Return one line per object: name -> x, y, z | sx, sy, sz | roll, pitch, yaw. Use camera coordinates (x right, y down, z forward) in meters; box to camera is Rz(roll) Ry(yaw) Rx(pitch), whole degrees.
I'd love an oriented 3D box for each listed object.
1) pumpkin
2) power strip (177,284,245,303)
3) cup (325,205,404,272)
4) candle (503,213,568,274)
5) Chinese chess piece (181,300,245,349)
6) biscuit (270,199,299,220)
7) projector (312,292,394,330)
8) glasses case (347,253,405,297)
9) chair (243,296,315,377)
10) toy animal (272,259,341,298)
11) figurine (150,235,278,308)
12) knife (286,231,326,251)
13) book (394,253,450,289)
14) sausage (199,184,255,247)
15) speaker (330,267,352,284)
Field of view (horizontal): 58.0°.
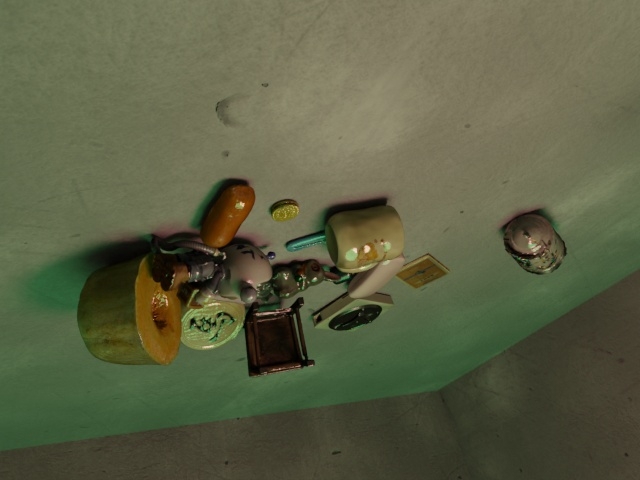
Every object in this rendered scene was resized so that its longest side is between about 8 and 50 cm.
pumpkin -> -0.534, 0.198, 1.623 | 0.199, 0.332, 0.332 | -6, 152, 3
power strip -> -0.334, 0.133, 1.807 | 0.279, 0.109, 0.037 | 15, 137, -45
cup -> 0.120, -0.002, 1.771 | 0.202, 0.173, 0.255 | -11, 171, -14
candle -> 0.761, 0.004, 2.077 | 0.187, 0.187, 0.330 | -29, 148, 22
Chinese chess piece -> -0.374, 0.251, 1.926 | 0.250, 0.101, 0.250 | -13, 129, -17
biscuit -> -0.100, -0.083, 1.636 | 0.084, 0.023, 0.084 | -13, 151, -7
projector -> 0.139, 0.302, 2.387 | 0.257, 0.079, 0.259 | -37, 147, 31
glasses case -> 0.200, 0.128, 2.116 | 0.113, 0.075, 0.297 | 1, 148, -31
chair -> -0.175, 0.372, 2.083 | 0.203, 0.240, 0.416 | -7, 163, -17
toy animal -> -0.057, 0.119, 1.957 | 0.236, 0.108, 0.138 | -18, -176, -27
figurine -> -0.289, 0.104, 1.662 | 0.382, 0.261, 0.186 | 0, 126, -45
knife -> 0.000, 0.000, 1.828 | 0.222, 0.031, 0.064 | -14, 150, -4
book -> 0.398, 0.128, 2.280 | 0.170, 0.018, 0.242 | -29, 149, 21
sausage -> -0.251, -0.060, 1.531 | 0.098, 0.098, 0.238 | 5, 144, -34
speaker -> 0.075, 0.118, 2.067 | 0.075, 0.060, 0.094 | -19, -173, 5
